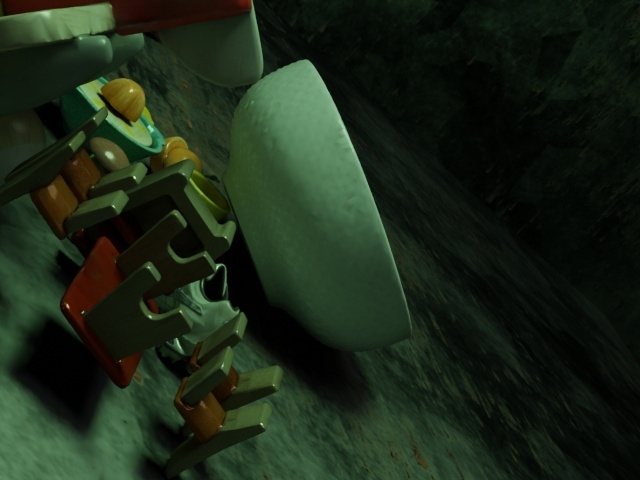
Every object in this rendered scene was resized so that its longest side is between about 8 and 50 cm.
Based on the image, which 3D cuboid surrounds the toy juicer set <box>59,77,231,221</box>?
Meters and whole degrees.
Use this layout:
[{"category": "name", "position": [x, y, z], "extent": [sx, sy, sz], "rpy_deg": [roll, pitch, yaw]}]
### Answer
[{"category": "toy juicer set", "position": [-0.232, -0.152, 1.644], "extent": [0.329, 0.089, 0.209], "rpy_deg": [41, 13, -19]}]

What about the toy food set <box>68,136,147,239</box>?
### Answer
[{"category": "toy food set", "position": [-0.196, -0.047, 1.461], "extent": [0.128, 0.071, 0.218], "rpy_deg": [50, 13, 21]}]

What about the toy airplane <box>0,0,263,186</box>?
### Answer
[{"category": "toy airplane", "position": [-0.236, -0.172, 1.265], "extent": [0.384, 0.272, 0.386], "rpy_deg": [17, 10, 39]}]

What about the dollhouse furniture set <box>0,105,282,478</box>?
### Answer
[{"category": "dollhouse furniture set", "position": [-0.156, 0.034, 1.201], "extent": [0.262, 0.135, 0.259], "rpy_deg": [57, 14, -14]}]

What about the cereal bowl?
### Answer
[{"category": "cereal bowl", "position": [-0.020, -0.024, 1.675], "extent": [0.339, 0.141, 0.339], "rpy_deg": [159, -90, -86]}]

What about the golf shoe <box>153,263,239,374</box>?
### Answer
[{"category": "golf shoe", "position": [-0.117, 0.048, 1.383], "extent": [0.069, 0.086, 0.176], "rpy_deg": [34, 15, -36]}]

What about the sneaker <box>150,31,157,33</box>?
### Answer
[{"category": "sneaker", "position": [-0.317, -0.426, 2.247], "extent": [0.283, 0.107, 0.124], "rpy_deg": [36, 9, -38]}]
